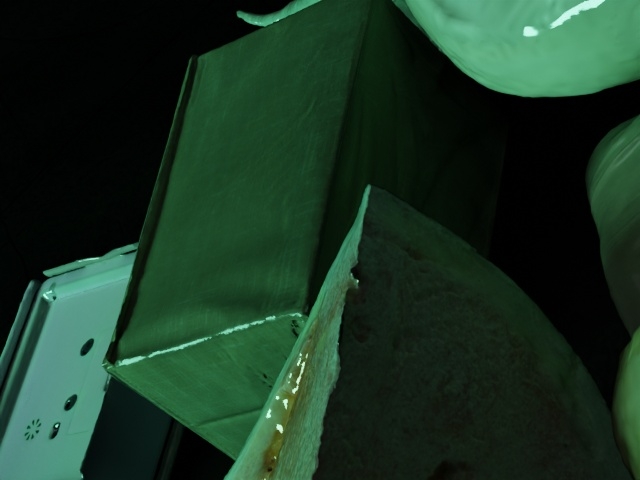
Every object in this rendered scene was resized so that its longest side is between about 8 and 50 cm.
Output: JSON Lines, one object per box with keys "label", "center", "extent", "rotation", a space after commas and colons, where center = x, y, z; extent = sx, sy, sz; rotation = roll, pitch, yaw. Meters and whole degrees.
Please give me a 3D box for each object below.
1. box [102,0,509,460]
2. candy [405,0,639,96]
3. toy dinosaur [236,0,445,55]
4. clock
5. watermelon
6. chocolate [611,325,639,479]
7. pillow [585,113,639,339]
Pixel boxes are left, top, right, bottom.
{"label": "box", "center": [0.000, 0.000, 0.985], "extent": [0.149, 0.155, 0.231], "rotation": [-17, 45, 36]}
{"label": "candy", "center": [0.186, -0.268, 0.868], "extent": [0.427, 0.186, 0.386], "rotation": [-57, 41, 13]}
{"label": "toy dinosaur", "center": [0.027, -0.165, 1.192], "extent": [0.167, 0.053, 0.242], "rotation": [-53, 33, -4]}
{"label": "clock", "center": [-0.158, 0.107, 1.138], "extent": [0.144, 0.073, 0.193], "rotation": [-16, 47, 42]}
{"label": "watermelon", "center": [0.026, 0.155, 0.783], "extent": [0.256, 0.176, 0.260], "rotation": [53, 136, 26]}
{"label": "chocolate", "center": [0.240, 0.078, 0.651], "extent": [0.309, 0.134, 0.134], "rotation": [-3, 57, 54]}
{"label": "pillow", "center": [0.240, -0.070, 0.841], "extent": [0.270, 0.067, 0.173], "rotation": [-39, 31, 15]}
